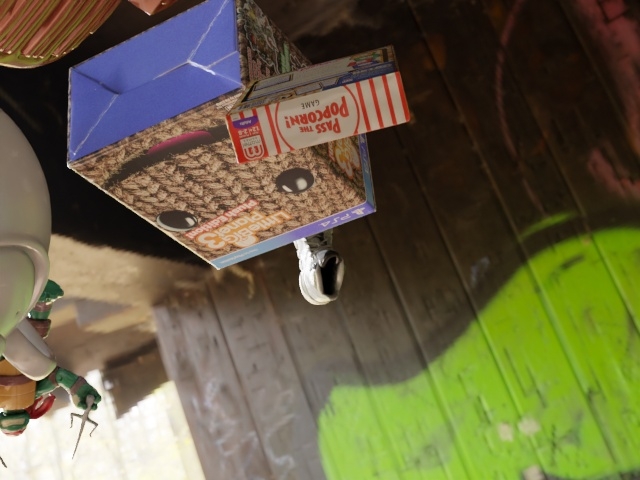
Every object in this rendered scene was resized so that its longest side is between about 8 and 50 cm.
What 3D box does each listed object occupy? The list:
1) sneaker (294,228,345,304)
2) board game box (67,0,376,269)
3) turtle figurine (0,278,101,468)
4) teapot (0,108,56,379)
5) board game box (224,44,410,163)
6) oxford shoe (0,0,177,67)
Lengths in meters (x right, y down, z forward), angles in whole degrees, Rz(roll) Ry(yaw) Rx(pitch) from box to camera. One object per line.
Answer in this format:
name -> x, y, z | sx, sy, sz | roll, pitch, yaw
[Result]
sneaker -> 0.000, 0.000, 1.871 | 0.086, 0.229, 0.132 | -14, 2, -16
board game box -> -0.108, -0.115, 1.230 | 0.232, 0.141, 0.291 | -20, -33, 23
turtle figurine -> -0.361, 0.165, 1.265 | 0.175, 0.118, 0.234 | -16, -62, -38
teapot -> -0.291, 0.019, 0.787 | 0.256, 0.187, 0.252 | -22, -25, -50
board game box -> 0.001, -0.126, 0.946 | 0.146, 0.045, 0.193 | -13, 16, 7
oxford shoe -> -0.157, -0.208, 0.640 | 0.140, 0.146, 0.397 | -43, 5, 19
